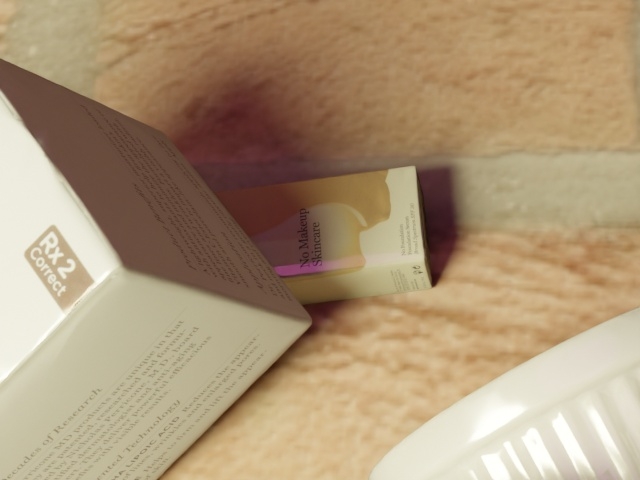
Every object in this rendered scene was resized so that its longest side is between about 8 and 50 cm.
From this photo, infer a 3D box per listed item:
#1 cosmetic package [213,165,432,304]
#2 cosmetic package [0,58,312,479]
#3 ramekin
[{"bbox_3d":[0.000,0.000,0.916,0.115,0.041,0.060,-9,64,6],"label":"cosmetic package"},{"bbox_3d":[-0.134,0.026,0.827,0.151,0.184,0.151,-45,62,12],"label":"cosmetic package"},{"bbox_3d":[0.136,0.111,0.753,0.207,0.207,0.109,-26,73,-2],"label":"ramekin"}]
